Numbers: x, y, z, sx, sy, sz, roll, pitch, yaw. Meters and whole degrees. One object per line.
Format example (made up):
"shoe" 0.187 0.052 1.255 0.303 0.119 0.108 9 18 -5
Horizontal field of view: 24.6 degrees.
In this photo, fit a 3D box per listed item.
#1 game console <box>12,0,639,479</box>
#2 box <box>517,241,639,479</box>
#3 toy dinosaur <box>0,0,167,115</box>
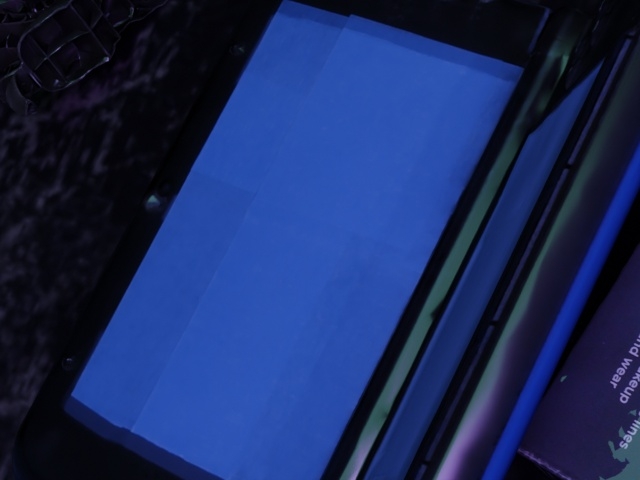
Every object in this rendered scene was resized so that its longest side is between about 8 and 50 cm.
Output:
"game console" 0.000 0.000 0.571 0.173 0.250 0.293 26 80 1
"box" 0.180 0.055 0.516 0.158 0.093 0.156 30 82 29
"toy dinosaur" -0.207 -0.141 0.741 0.218 0.164 0.322 8 91 39
